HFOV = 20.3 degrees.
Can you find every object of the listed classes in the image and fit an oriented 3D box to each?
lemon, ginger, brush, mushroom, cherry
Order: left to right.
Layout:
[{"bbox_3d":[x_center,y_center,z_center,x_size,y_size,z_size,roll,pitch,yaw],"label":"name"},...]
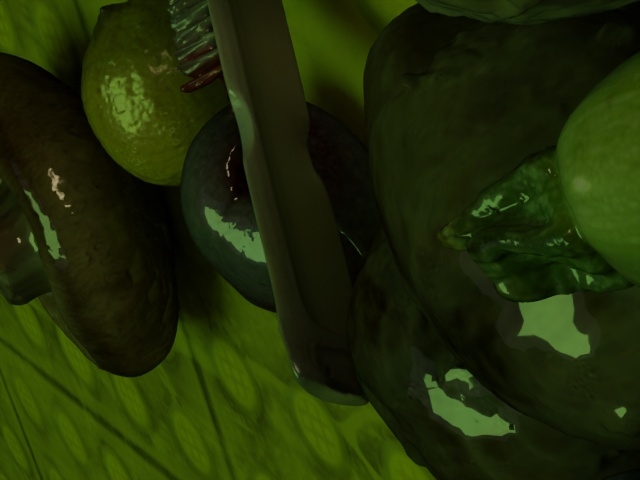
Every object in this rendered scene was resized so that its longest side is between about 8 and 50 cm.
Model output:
[{"bbox_3d":[-0.199,-0.019,1.361,0.278,0.146,0.278,53,166,19],"label":"mushroom"},{"bbox_3d":[-0.091,-0.091,1.095,0.133,0.109,0.109,61,159,-18],"label":"lemon"},{"bbox_3d":[-0.037,-0.058,0.920,0.050,0.060,0.321,-31,56,27],"label":"brush"},{"bbox_3d":[-0.003,0.006,1.010,0.188,0.115,0.148,44,131,26],"label":"cherry"},{"bbox_3d":[0.104,0.030,0.781,0.244,0.155,0.304,43,159,26],"label":"ginger"}]

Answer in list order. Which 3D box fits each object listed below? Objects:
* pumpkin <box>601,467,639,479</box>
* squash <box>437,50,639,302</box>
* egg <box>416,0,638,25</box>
[{"bbox_3d":[0.157,0.232,0.649,0.238,0.315,0.315,40,148,44],"label":"pumpkin"},{"bbox_3d":[0.152,-0.038,0.536,0.287,0.137,0.137,2,117,50],"label":"squash"},{"bbox_3d":[0.069,-0.169,0.557,0.203,0.203,0.245,64,168,-3],"label":"egg"}]
